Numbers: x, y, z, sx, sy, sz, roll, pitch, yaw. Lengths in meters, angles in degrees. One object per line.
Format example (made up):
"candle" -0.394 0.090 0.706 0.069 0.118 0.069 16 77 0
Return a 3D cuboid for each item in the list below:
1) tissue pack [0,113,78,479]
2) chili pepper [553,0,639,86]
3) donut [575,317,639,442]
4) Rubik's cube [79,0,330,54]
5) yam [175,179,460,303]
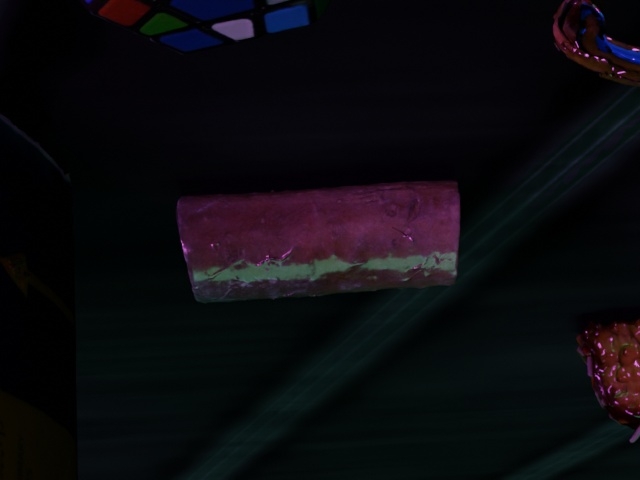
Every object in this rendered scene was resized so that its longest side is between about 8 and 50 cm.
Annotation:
"tissue pack" -0.268 0.149 0.795 0.264 0.417 0.253 -12 158 18
"chili pepper" 0.295 -0.106 0.694 0.387 0.110 0.110 -14 158 13
"donut" 0.321 0.096 1.261 0.230 0.096 0.216 -21 154 35
"Rubik's cube" -0.039 -0.128 0.545 0.133 0.112 0.133 -3 160 -1
"yam" 0.000 0.000 0.970 0.169 0.068 0.068 -3 160 -4
